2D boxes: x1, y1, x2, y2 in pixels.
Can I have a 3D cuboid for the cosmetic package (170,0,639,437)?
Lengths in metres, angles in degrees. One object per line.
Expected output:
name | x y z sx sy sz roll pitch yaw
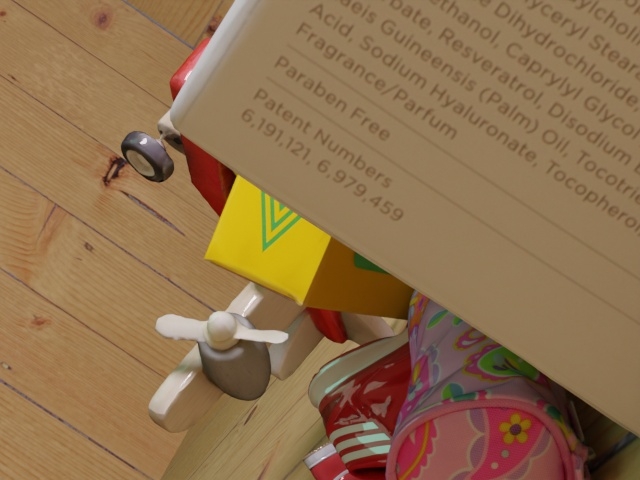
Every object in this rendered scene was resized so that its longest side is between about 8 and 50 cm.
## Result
cosmetic package | 0.181 -0.176 0.797 0.394 0.327 0.329 -54 6 27

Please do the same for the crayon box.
crayon box | 0.086 -0.094 1.212 0.363 0.106 0.313 14 -79 -63

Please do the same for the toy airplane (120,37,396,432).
toy airplane | 0.000 0.000 1.512 0.272 0.384 0.386 15 101 46

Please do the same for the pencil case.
pencil case | 0.108 0.099 0.953 0.124 0.124 0.284 -54 6 18

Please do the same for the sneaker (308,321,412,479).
sneaker | 0.106 0.118 1.175 0.221 0.087 0.128 -34 52 14

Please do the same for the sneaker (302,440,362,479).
sneaker | 0.047 0.199 1.334 0.118 0.067 0.042 -24 -14 -29
